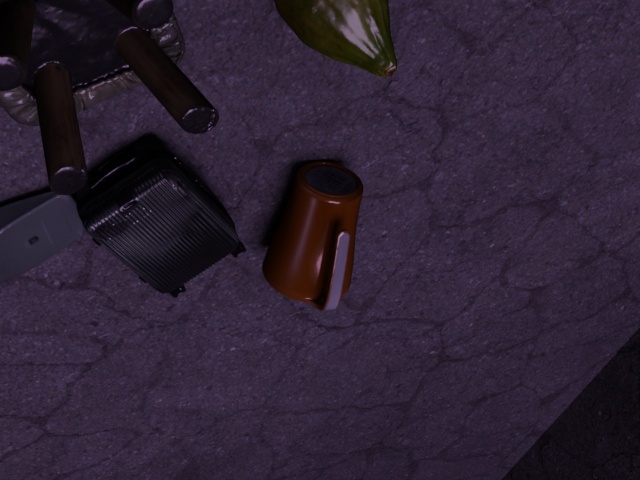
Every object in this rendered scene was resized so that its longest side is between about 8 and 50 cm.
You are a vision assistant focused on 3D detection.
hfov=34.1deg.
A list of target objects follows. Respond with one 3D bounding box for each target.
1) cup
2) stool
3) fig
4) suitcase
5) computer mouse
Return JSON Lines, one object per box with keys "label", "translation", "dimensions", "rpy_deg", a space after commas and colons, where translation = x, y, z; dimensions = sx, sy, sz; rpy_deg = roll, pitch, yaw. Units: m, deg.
{"label": "cup", "translation": [0.000, 0.000, 2.027], "dimensions": [0.182, 0.226, 0.264], "rpy_deg": [-4, 130, -23]}
{"label": "stool", "translation": [-0.343, -0.265, 1.516], "dimensions": [0.310, 0.226, 0.310], "rpy_deg": [-24, 140, -4]}
{"label": "fig", "translation": [0.033, -0.370, 1.646], "dimensions": [0.167, 0.167, 0.233], "rpy_deg": [-42, 113, 18]}
{"label": "suitcase", "translation": [-0.284, -0.035, 1.884], "dimensions": [0.202, 0.128, 0.312], "rpy_deg": [-32, 141, 6]}
{"label": "computer mouse", "translation": [-0.524, -0.012, 1.821], "dimensions": [0.231, 0.079, 0.128], "rpy_deg": [-30, 142, -22]}
